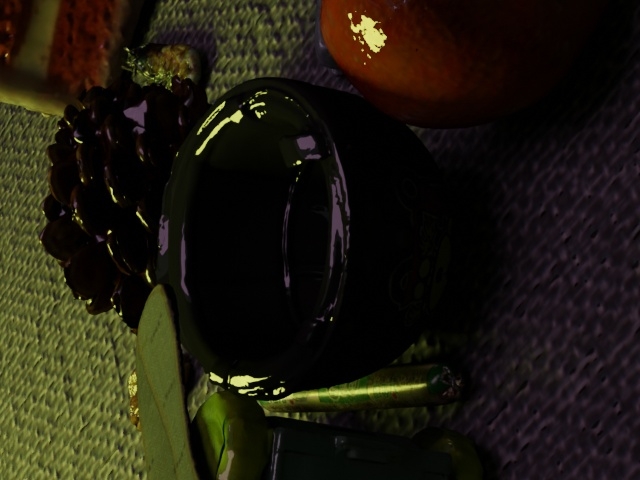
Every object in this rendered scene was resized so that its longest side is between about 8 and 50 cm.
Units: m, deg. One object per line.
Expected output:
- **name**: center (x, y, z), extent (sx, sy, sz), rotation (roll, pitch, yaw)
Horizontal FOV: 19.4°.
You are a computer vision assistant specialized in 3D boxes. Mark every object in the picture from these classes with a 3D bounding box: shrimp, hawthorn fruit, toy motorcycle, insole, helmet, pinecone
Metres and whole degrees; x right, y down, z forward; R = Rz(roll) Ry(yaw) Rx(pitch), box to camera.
- **shrimp**: center (-0.164, -0.154, 1.836), extent (0.161, 0.034, 0.091), rotation (20, 94, 58)
- **hawthorn fruit**: center (0.085, -0.162, 1.300), extent (0.225, 0.196, 0.196), rotation (136, 139, -53)
- **toy motorcycle**: center (-0.039, 0.220, 1.335), extent (0.326, 0.191, 0.200), rotation (159, 120, -64)
- **insole**: center (-0.097, 0.165, 1.235), extent (0.348, 0.009, 0.119), rotation (-102, 29, -44)
- **helmet**: center (0.000, 0.000, 1.379), extent (0.279, 0.160, 0.230), rotation (3, 91, 61)
- **pinecone**: center (-0.126, -0.036, 1.562), extent (0.221, 0.221, 0.221), rotation (-32, 50, 48)

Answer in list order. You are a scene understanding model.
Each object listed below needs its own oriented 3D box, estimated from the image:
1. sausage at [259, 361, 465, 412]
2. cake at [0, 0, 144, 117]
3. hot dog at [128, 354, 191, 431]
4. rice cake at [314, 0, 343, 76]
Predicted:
- **sausage**: center (0.025, 0.112, 1.410), extent (0.269, 0.033, 0.033), rotation (-10, 67, 56)
- **cake**: center (-0.306, -0.295, 1.943), extent (0.230, 0.237, 0.309), rotation (24, 98, 62)
- **hot dog**: center (-0.148, 0.135, 1.670), extent (0.083, 0.035, 0.058), rotation (-55, 32, 27)
- **rice cake**: center (0.020, -0.270, 1.595), extent (0.081, 0.051, 0.290), rotation (93, 177, -64)
